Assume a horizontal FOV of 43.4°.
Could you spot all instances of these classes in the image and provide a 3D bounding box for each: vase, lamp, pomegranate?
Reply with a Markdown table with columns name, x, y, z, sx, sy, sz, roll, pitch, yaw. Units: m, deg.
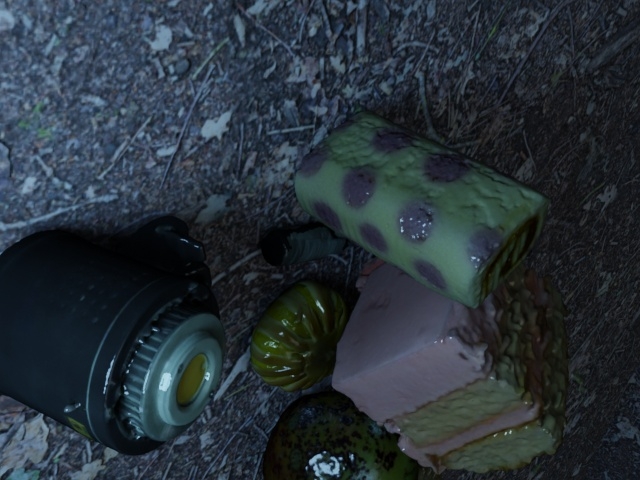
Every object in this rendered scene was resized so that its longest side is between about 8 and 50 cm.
| name | x | y | z | sx | sy | sz | roll | pitch | yaw |
| --- | --- | --- | --- | --- | --- | --- | --- | --- | --- |
| vase | 0.000 | 0.000 | 1.280 | 0.211 | 0.060 | 0.060 | -9 | 124 | -46 |
| lamp | -0.252 | 0.120 | 0.906 | 0.374 | 0.272 | 0.205 | -32 | 136 | -28 |
| pomegranate | 0.041 | 0.354 | 1.474 | 0.285 | 0.284 | 0.341 | 64 | 34 | -50 |

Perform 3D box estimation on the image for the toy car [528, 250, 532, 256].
| name | x | y | z | sx | sy | sz | roll | pitch | yaw |
| --- | --- | --- | --- | --- | --- | --- | --- | --- | --- |
| toy car | 0.393 | 0.063 | 1.767 | 0.080 | 0.070 | 0.171 | 13 | 105 | -52 |

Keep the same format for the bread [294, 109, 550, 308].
| name | x | y | z | sx | sy | sz | roll | pitch | yaw |
| --- | --- | --- | --- | --- | --- | --- | --- | --- | --- |
| bread | 0.140 | -0.056 | 1.161 | 0.187 | 0.338 | 0.155 | -40 | 143 | -24 |

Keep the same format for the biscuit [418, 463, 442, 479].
| name | x | y | z | sx | sy | sz | roll | pitch | yaw |
| --- | --- | --- | --- | --- | --- | --- | --- | --- | --- |
| biscuit | 0.237 | 0.630 | 2.064 | 0.289 | 0.038 | 0.141 | -8 | 123 | -45 |

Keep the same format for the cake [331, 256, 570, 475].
| name | x | y | z | sx | sy | sz | roll | pitch | yaw |
| --- | --- | --- | --- | --- | --- | --- | --- | --- | --- |
| cake | 0.215 | 0.174 | 1.301 | 0.293 | 0.314 | 0.306 | -30 | 122 | 33 |

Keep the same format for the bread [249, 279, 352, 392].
| name | x | y | z | sx | sy | sz | roll | pitch | yaw |
| --- | --- | --- | --- | --- | --- | --- | --- | --- | --- |
| bread | -0.023 | 0.169 | 1.353 | 0.213 | 0.104 | 0.213 | -29 | 140 | -29 |
